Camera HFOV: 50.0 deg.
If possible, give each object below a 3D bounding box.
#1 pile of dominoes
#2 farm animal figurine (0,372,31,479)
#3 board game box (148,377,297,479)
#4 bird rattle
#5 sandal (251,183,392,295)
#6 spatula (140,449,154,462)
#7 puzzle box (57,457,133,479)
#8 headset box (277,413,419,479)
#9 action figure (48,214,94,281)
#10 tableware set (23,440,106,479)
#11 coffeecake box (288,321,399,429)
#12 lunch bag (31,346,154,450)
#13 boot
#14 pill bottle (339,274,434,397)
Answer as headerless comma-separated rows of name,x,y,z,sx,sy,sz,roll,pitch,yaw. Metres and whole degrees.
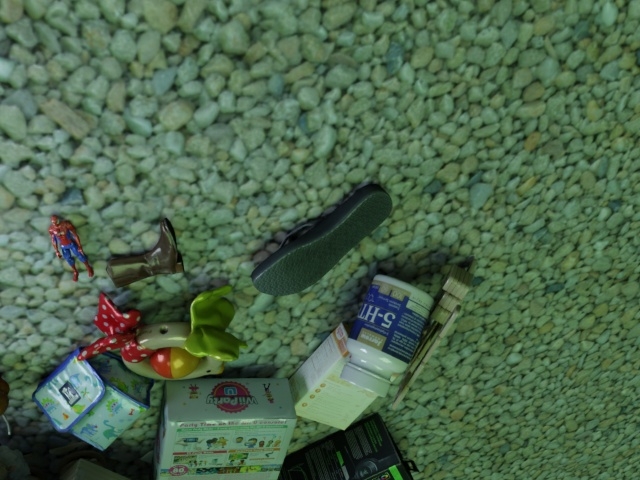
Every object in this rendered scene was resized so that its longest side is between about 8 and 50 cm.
pile of dominoes,0.191,0.153,1.211,0.040,0.196,0.251,30,119,6
farm animal figurine,-0.606,0.338,0.995,0.330,0.172,0.326,-16,133,-29
board game box,-0.187,0.386,1.257,0.224,0.097,0.303,4,129,-18
bird rattle,-0.243,0.175,1.087,0.254,0.143,0.207,-12,144,-8
sandal,0.001,0.000,1.091,0.254,0.054,0.097,-35,138,-4
spatula,-0.206,0.417,1.353,0.242,0.019,0.168,33,109,-36
puzzle box,-0.429,0.573,1.289,0.272,0.052,0.409,32,121,-22
headset box,0.073,0.530,1.467,0.283,0.131,0.246,-25,131,-1
action figure,-0.358,0.010,0.978,0.038,0.030,0.115,-14,128,-3
tableware set,-0.490,0.436,1.250,0.194,0.039,0.128,-13,130,-10
coffeecake box,0.042,0.257,1.286,0.142,0.068,0.185,27,114,-33
lunch bag,-0.372,0.252,1.122,0.129,0.096,0.151,-43,114,15
boot,-0.267,0.021,1.015,0.114,0.037,0.106,-11,127,-6
pill bottle,0.107,0.162,1.157,0.112,0.112,0.186,30,79,-35
